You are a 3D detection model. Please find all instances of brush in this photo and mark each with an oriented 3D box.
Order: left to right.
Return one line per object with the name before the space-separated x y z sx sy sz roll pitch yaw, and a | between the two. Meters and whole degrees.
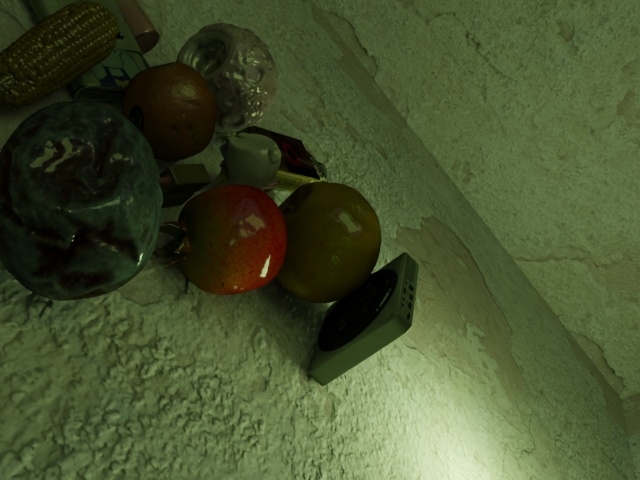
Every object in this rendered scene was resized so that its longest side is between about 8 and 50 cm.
brush | -0.322 -0.100 1.160 0.233 0.103 0.047 -16 75 -60

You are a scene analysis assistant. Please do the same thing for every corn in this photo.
corn | -0.487 -0.346 1.118 0.119 0.119 0.322 46 52 -14

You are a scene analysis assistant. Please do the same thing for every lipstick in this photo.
lipstick | -0.513 -0.602 1.461 0.327 0.087 0.087 56 28 4

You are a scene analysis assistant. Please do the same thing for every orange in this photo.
orange | -0.312 -0.266 1.269 0.206 0.206 0.206 37 31 -27
orange | 0.000 0.000 1.348 0.235 0.279 0.279 35 32 -30

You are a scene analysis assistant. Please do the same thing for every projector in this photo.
projector | 0.091 0.161 1.319 0.079 0.259 0.257 45 28 -13

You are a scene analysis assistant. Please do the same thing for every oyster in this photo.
oyster | -0.024 -0.224 1.811 0.165 0.053 0.108 45 0 1

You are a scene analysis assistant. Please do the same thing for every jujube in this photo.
jujube | -0.363 -0.054 0.913 0.246 0.215 0.308 17 47 -17

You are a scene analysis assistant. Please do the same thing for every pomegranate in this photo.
pomegranate | -0.186 0.001 1.148 0.256 0.221 0.221 -3 56 -27

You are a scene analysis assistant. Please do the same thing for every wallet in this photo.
wallet | -0.495 -0.437 1.310 0.223 0.077 0.310 -13 71 -57

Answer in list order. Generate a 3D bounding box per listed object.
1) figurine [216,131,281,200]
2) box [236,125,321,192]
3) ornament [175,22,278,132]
figurine | -0.167 -0.117 1.385 0.155 0.236 0.127 15 29 13
box | -0.115 -0.218 1.649 0.240 0.071 0.159 7 50 -53
ornament | -0.224 -0.388 1.484 0.225 0.259 0.260 43 22 -61
